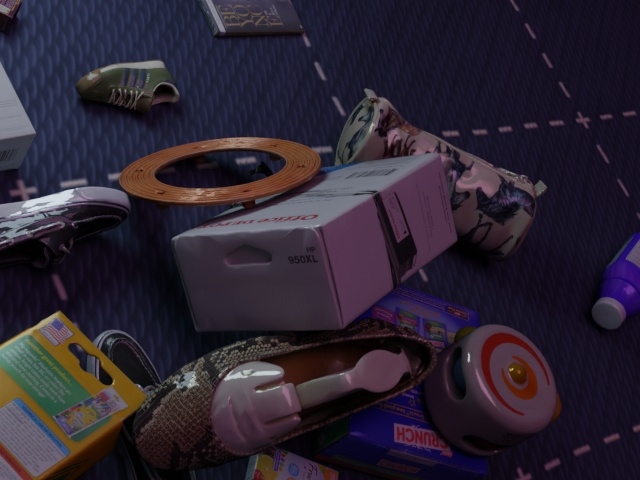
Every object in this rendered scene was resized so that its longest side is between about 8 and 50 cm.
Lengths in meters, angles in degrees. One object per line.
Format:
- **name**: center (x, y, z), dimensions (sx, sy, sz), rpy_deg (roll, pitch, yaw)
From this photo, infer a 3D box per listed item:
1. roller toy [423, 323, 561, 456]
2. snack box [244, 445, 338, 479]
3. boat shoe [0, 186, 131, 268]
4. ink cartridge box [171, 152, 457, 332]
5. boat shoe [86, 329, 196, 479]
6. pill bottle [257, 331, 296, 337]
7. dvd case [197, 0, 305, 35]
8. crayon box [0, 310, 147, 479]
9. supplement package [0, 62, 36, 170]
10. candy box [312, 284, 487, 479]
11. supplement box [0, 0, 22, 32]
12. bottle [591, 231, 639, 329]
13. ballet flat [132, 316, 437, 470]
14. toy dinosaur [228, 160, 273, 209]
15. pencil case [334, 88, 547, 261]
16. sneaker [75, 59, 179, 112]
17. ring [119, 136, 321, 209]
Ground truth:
- **roller toy**: center (0.279, 0.241, 1.812), dimensions (0.209, 0.146, 0.191), rpy_deg (52, 44, 3)
- **snack box**: center (-0.047, 0.382, 1.738), dimensions (0.141, 0.037, 0.100), rpy_deg (26, 50, -17)
- **boat shoe**: center (-0.423, -0.007, 1.717), dimensions (0.301, 0.108, 0.102), rpy_deg (-10, 65, -35)
- **ink cartridge box**: center (0.000, 0.000, 1.794), dimensions (0.395, 0.285, 0.166), rpy_deg (-31, 112, -53)
- **boat shoe**: center (-0.256, 0.258, 1.641), dimensions (0.113, 0.105, 0.306), rpy_deg (-1, 60, -34)
- **pill bottle**: center (-0.060, 0.228, 1.803), dimensions (0.086, 0.086, 0.152), rpy_deg (1, 59, -32)
- **dvd case**: center (-0.152, -0.486, 2.287), dimensions (0.221, 0.018, 0.165), rpy_deg (-10, 66, -37)
- **crayon box**: center (-0.418, 0.255, 1.524), dimensions (0.203, 0.083, 0.323), rpy_deg (41, 47, 16)
- **supplement package**: center (-0.544, -0.204, 1.775), dimensions (0.105, 0.105, 0.179), rpy_deg (-16, 70, -39)
- **candy box**: center (0.136, 0.240, 1.899), dimensions (0.268, 0.122, 0.317), rpy_deg (21, 49, -22)
- **supplement box**: center (-0.567, -0.406, 1.943), dimensions (0.083, 0.043, 0.055), rpy_deg (27, 48, -14)
- **bottle**: center (0.654, 0.086, 2.362), dimensions (0.118, 0.092, 0.283), rpy_deg (47, 47, 2)
- **ballet flat**: center (-0.027, 0.208, 1.612), dimensions (0.482, 0.182, 0.164), rpy_deg (-14, 94, -35)
- **toy dinosaur**: center (-0.088, -0.068, 1.998), dimensions (0.118, 0.064, 0.268), rpy_deg (35, 55, -25)
- **pencil case**: center (0.223, -0.126, 2.169), dimensions (0.410, 0.184, 0.160), rpy_deg (28, 9, -13)
- **sneaker**: center (-0.329, -0.264, 1.983), dimensions (0.192, 0.064, 0.086), rpy_deg (-20, 67, -44)
- **ring**: center (-0.165, -0.109, 1.868), dimensions (0.336, 0.336, 0.032), rpy_deg (-26, 120, -42)
